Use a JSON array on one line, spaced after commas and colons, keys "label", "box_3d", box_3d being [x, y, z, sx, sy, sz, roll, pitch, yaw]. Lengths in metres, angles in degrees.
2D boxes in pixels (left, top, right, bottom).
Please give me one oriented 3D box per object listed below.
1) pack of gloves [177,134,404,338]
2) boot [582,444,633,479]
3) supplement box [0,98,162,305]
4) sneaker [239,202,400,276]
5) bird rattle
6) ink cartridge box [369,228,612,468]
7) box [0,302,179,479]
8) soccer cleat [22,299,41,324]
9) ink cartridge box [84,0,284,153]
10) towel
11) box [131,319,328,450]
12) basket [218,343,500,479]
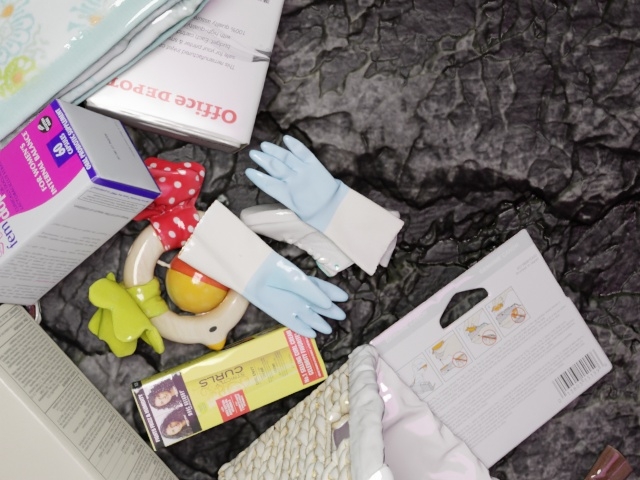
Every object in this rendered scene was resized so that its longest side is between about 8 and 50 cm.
[{"label": "pack of gloves", "box_3d": [-0.021, 0.001, 1.018, 0.232, 0.046, 0.195, 36, 84, -26]}, {"label": "boot", "box_3d": [0.418, 0.364, 1.214, 0.114, 0.037, 0.106, -46, 102, -15]}, {"label": "supplement box", "box_3d": [-0.306, -0.035, 0.935, 0.220, 0.114, 0.111, -39, 69, 17]}, {"label": "sneaker", "box_3d": [0.000, 0.000, 1.094, 0.212, 0.080, 0.094, 3, 101, -15]}, {"label": "bird rattle", "box_3d": [-0.179, 0.029, 1.045, 0.207, 0.143, 0.253, 26, 70, -24]}, {"label": "ink cartridge box", "box_3d": [0.226, 0.156, 1.153, 0.275, 0.060, 0.238, -35, 97, -11]}, {"label": "box", "box_3d": [-0.311, 0.232, 0.960, 0.121, 0.148, 0.311, -38, 98, 10]}, {"label": "soccer cleat", "box_3d": [-0.352, 0.065, 1.019, 0.029, 0.035, 0.083, -6, 91, -14]}, {"label": "ink cartridge box", "box_3d": [-0.158, -0.261, 1.030, 0.197, 0.114, 0.272, 14, 85, -13]}, {"label": "towel", "box_3d": [-0.340, -0.293, 0.925, 0.374, 0.090, 0.320, -36, 82, 2]}, {"label": "box", "box_3d": [-0.114, 0.178, 1.067, 0.232, 0.058, 0.087, -20, 93, -14]}, {"label": "basket", "box_3d": [0.067, 0.358, 0.954, 0.266, 0.328, 0.331, -41, 101, 11]}]
